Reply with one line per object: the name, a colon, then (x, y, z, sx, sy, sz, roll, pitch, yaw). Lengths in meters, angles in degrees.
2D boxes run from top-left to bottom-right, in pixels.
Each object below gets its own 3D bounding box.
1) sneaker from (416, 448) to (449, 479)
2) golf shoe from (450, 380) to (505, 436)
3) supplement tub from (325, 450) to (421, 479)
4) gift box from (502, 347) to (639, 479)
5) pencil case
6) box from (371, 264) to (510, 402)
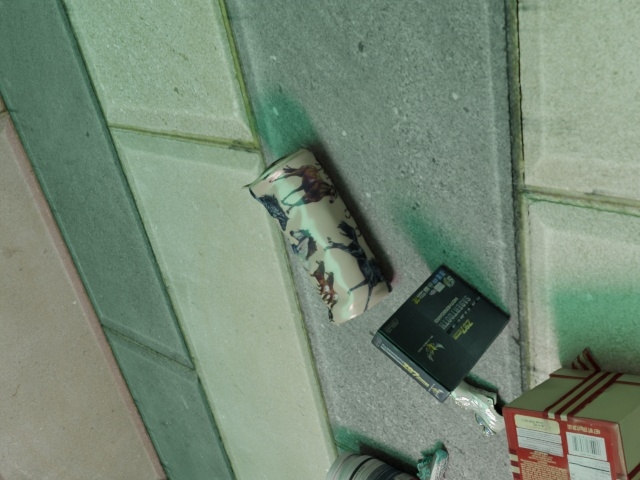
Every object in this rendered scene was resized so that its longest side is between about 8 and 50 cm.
sneaker: (0.290, 0.600, 1.769, 0.076, 0.065, 0.166, 32, 137, 31)
golf shoe: (0.359, 0.355, 1.515, 0.176, 0.069, 0.086, 45, 122, 5)
supplement tub: (0.164, 0.728, 1.892, 0.272, 0.191, 0.191, 14, 128, 39)
gift box: (0.508, 0.353, 1.196, 0.255, 0.258, 0.276, 2, 100, 48)
pencil case: (0.000, 0.000, 1.508, 0.183, 0.160, 0.410, -23, 102, 44)
box: (0.243, 0.181, 1.341, 0.183, 0.232, 0.059, 41, 147, 16)
